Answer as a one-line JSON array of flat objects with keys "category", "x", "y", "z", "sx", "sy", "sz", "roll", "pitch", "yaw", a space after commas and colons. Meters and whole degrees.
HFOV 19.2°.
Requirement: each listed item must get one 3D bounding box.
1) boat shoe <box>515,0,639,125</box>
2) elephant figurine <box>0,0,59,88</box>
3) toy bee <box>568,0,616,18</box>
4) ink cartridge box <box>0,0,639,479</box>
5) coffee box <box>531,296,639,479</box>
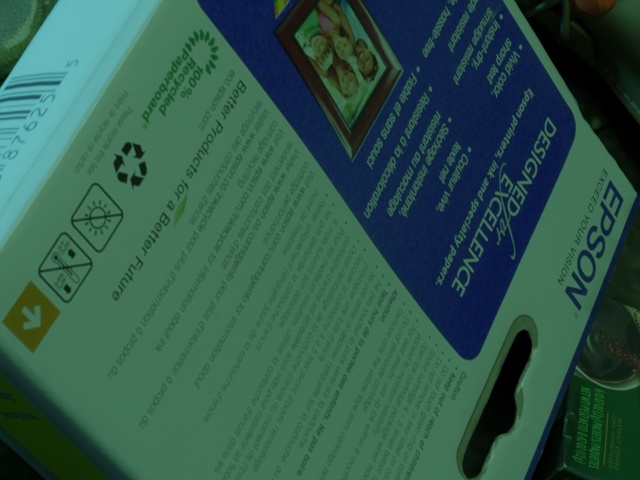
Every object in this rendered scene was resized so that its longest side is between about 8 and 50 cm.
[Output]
[{"category": "boat shoe", "x": 0.144, "y": -0.150, "z": 1.034, "sx": 0.098, "sy": 0.109, "sz": 0.302, "roll": -9, "pitch": 56, "yaw": -26}, {"category": "elephant figurine", "x": -0.150, "y": -0.079, "z": 0.807, "sx": 0.239, "sy": 0.169, "sz": 0.186, "roll": -32, "pitch": 45, "yaw": -24}, {"category": "toy bee", "x": 0.078, "y": -0.177, "z": 0.890, "sx": 0.195, "sy": 0.298, "sz": 0.162, "roll": -15, "pitch": 94, "yaw": -63}, {"category": "ink cartridge box", "x": 0.000, "y": 0.000, "z": 0.781, "sx": 0.307, "sy": 0.072, "sz": 0.303, "roll": 53, "pitch": 51, "yaw": -38}, {"category": "coffee box", "x": 0.192, "y": 0.103, "z": 0.911, "sx": 0.184, "sy": 0.040, "sz": 0.113, "roll": 22, "pitch": 49, "yaw": -11}]
